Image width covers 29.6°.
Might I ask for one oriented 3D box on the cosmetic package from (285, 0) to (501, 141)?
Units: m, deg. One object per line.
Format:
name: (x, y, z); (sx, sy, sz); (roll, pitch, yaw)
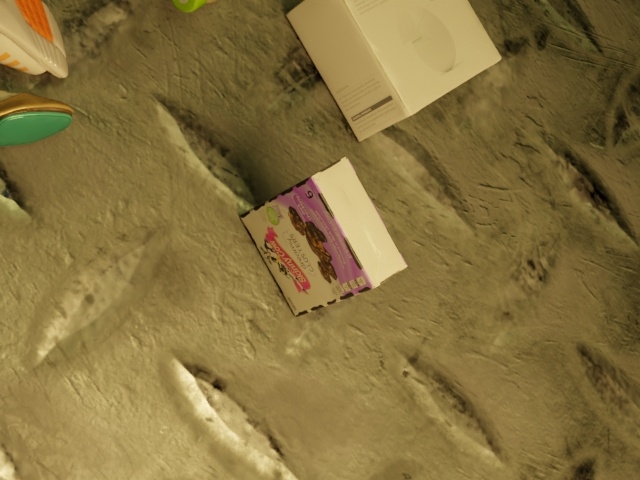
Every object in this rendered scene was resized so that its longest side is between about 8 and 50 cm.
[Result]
cosmetic package: (0.110, -0.305, 1.813); (0.224, 0.138, 0.225); (-33, 96, -35)

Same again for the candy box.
candy box: (0.000, 0.000, 1.612); (0.070, 0.196, 0.165); (-32, 94, -35)

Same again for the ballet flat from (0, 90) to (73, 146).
ballet flat: (-0.411, -0.148, 1.465); (0.232, 0.080, 0.073); (-21, 73, -37)

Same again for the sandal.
sandal: (-0.405, -0.274, 1.476); (0.265, 0.076, 0.102); (37, 34, -59)

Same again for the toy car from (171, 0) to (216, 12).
toy car: (-0.175, -0.435, 1.675); (0.188, 0.149, 0.155); (47, 43, 2)
